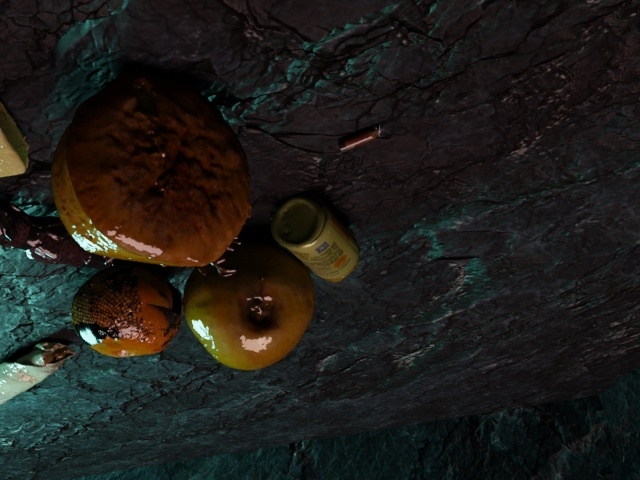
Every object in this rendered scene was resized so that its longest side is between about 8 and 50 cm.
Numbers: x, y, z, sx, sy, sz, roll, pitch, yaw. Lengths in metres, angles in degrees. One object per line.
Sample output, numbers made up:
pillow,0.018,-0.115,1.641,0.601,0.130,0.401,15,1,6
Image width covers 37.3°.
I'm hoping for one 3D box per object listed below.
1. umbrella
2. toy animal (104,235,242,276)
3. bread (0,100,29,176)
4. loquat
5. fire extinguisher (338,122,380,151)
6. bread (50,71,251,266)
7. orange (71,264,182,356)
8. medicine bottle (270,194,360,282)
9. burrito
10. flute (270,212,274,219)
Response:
umbrella,-0.506,-0.009,1.699,0.094,0.090,0.326,-29,147,34
toy animal,-0.274,-0.012,1.761,0.260,0.087,0.243,-2,142,-7
bread,-0.519,-0.159,1.404,0.125,0.068,0.188,-11,155,-2
loquat,-0.150,0.135,1.978,0.275,0.275,0.275,-10,155,-4
fire extinguisher,0.071,-0.182,1.676,0.083,0.022,0.028,-21,124,19
bread,-0.252,-0.098,1.408,0.312,0.312,0.172,11,159,-40
orange,-0.410,0.153,2.007,0.234,0.182,0.234,-5,167,-1
medicine bottle,0.000,0.000,1.924,0.124,0.124,0.239,-19,156,15
burrito,-0.776,0.342,2.364,0.392,0.076,0.117,-28,144,27
flute,-0.051,-0.009,1.988,0.027,0.027,0.233,-18,154,14
